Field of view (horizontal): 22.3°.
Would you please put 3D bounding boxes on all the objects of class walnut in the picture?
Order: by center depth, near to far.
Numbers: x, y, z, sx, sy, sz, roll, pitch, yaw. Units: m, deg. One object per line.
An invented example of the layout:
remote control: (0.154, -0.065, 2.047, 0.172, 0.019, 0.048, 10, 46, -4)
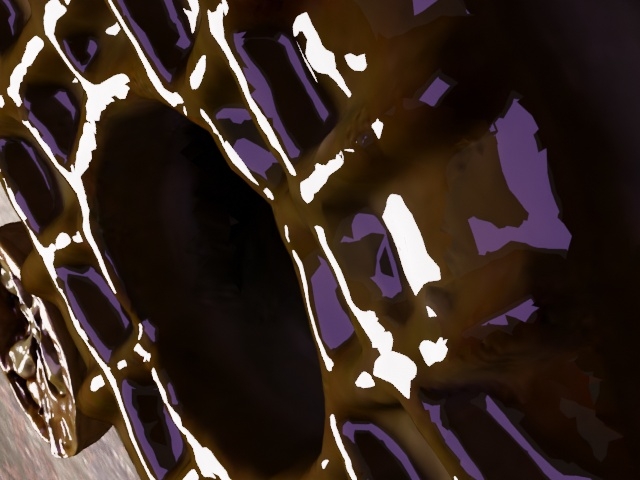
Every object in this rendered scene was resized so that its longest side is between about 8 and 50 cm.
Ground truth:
walnut: (-0.121, 0.041, 0.768, 0.091, 0.052, 0.121, 17, 127, 54)

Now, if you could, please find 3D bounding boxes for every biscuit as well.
biscuit: (0.000, 0.000, 0.473, 0.332, 0.103, 0.332, 39, 141, 40)
